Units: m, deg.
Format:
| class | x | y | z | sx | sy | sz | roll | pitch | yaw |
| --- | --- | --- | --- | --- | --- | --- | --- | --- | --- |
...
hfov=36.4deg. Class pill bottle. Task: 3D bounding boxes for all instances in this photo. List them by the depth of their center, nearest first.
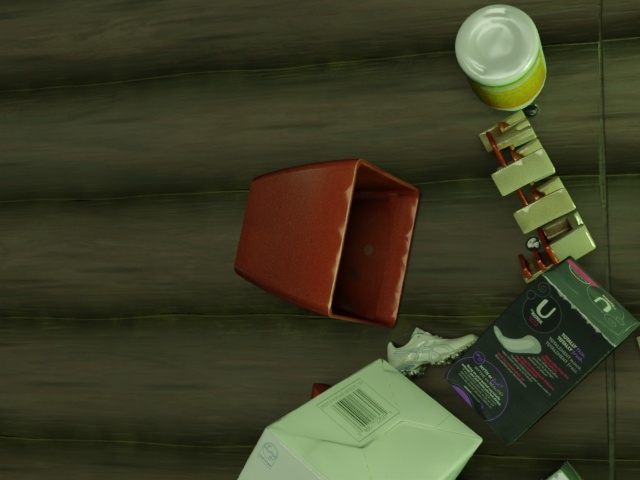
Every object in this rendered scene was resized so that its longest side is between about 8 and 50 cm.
| class | x | y | z | sx | sy | sz | roll | pitch | yaw |
| --- | --- | --- | --- | --- | --- | --- | --- | --- | --- |
| pill bottle | 0.320 | -0.305 | 1.692 | 0.137 | 0.246 | 0.136 | -2 | 82 | 17 |

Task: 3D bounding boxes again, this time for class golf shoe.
| class | x | y | z | sx | sy | sz | roll | pitch | yaw |
| --- | --- | --- | --- | --- | --- | --- | --- | --- | --- |
| golf shoe | 0.200 | 0.190 | 1.758 | 0.176 | 0.069 | 0.086 | -22 | 71 | 12 |

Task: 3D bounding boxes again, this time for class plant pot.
| class | x | y | z | sx | sy | sz | roll | pitch | yaw |
| --- | --- | --- | --- | --- | --- | --- | --- | --- | --- |
| plant pot | 0.000 | 0.000 | 1.754 | 0.236 | 0.267 | 0.267 | 8 | 85 | 29 |

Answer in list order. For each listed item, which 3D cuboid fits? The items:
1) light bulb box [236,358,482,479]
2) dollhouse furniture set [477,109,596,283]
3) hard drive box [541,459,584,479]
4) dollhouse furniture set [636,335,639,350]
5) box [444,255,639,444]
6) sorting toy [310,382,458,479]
| class | x | y | z | sx | sy | sz | roll | pitch | yaw |
| --- | --- | --- | --- | --- | --- | --- | --- | --- | --- |
| light bulb box | 0.018 | 0.429 | 1.522 | 0.225 | 0.358 | 0.361 | 38 | 117 | 20 |
| dollhouse furniture set | 0.349 | -0.070 | 1.662 | 0.135 | 0.262 | 0.259 | -29 | 107 | 14 |
| hard drive box | 0.345 | 0.478 | 1.613 | 0.232 | 0.181 | 0.089 | -43 | 73 | 7 |
| dollhouse furniture set | 0.610 | 0.179 | 1.602 | 0.151 | 0.123 | 0.144 | -18 | 78 | 14 |
| box | 0.365 | 0.182 | 1.616 | 0.165 | 0.143 | 0.270 | 47 | 123 | 16 |
| sorting toy | 0.105 | 0.404 | 1.728 | 0.366 | 0.127 | 0.126 | 34 | 97 | 19 |
